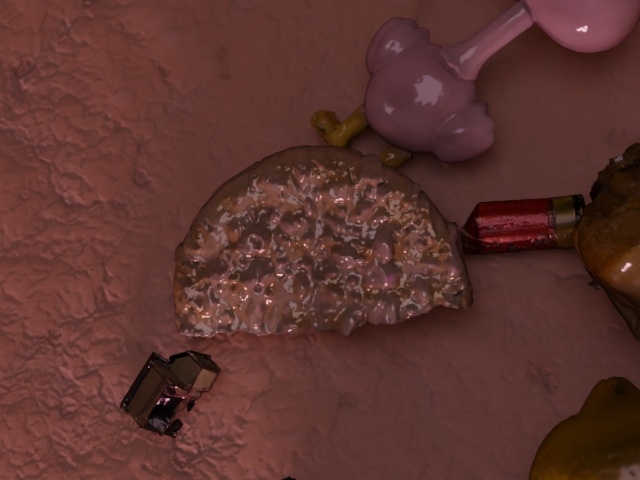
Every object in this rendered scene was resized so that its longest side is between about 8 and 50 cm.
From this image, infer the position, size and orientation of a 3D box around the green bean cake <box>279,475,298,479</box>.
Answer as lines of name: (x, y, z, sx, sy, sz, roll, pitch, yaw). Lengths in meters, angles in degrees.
green bean cake: (0.043, 0.317, 1.654, 0.208, 0.107, 0.193, 6, 72, 11)

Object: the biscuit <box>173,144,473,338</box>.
biscuit: (0.000, 0.000, 1.755, 0.281, 0.084, 0.179, -3, 89, 12)

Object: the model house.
model house: (-0.144, 0.135, 1.774, 0.058, 0.057, 0.083, 40, 103, 44)

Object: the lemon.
lemon: (0.273, 0.238, 1.602, 0.184, 0.184, 0.248, -19, 82, 4)

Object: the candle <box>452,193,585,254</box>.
candle: (0.182, -0.013, 1.760, 0.131, 0.052, 0.052, -5, 72, 9)

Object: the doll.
doll: (0.159, -0.188, 1.775, 0.365, 0.094, 0.160, -39, 72, 5)

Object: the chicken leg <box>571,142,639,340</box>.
chicken leg: (0.353, 0.073, 1.608, 0.152, 0.201, 0.429, -49, 49, 24)
